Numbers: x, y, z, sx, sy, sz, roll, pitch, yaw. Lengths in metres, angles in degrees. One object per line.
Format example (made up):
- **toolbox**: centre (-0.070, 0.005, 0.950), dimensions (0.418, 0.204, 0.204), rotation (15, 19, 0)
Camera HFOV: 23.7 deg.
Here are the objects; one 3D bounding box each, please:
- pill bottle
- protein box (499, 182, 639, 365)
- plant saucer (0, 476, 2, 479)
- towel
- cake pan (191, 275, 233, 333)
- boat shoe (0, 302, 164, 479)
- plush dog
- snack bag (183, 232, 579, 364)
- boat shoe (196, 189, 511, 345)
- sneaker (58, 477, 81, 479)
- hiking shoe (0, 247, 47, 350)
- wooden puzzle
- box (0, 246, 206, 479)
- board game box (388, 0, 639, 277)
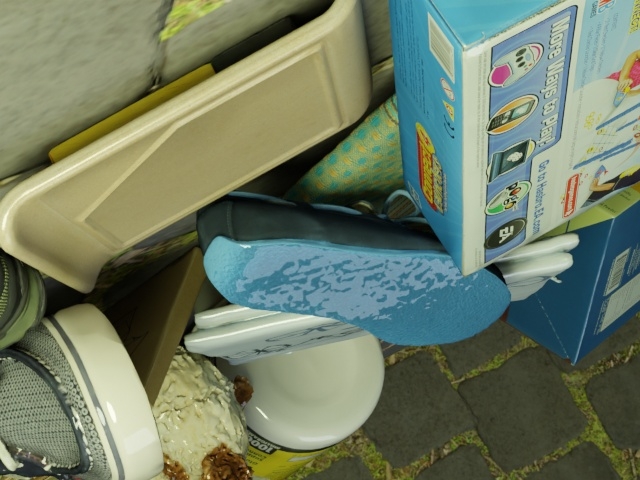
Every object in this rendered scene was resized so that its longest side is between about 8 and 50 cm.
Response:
- **pill bottle**: centre (-0.074, 0.182, 1.741), dimensions (0.188, 0.188, 0.334), rotation (-24, 169, -30)
- **protein box**: centre (0.284, -0.020, 1.577), dimensions (0.201, 0.136, 0.199), rotation (-33, 143, -38)
- **plant saucer**: centre (-0.354, 0.271, 1.841), dimensions (0.241, 0.037, 0.241), rotation (-29, 171, -5)
- **towel**: centre (0.120, -0.083, 1.158), dimensions (0.370, 0.040, 0.271), rotation (-40, 156, 32)
- **cake pan**: centre (0.000, 0.000, 1.402), dimensions (0.293, 0.054, 0.293), rotation (-29, 171, -5)
- **boat shoe**: centre (-0.221, 0.124, 1.011), dimensions (0.158, 0.127, 0.340), rotation (-22, -176, -21)
- **plush dog**: centre (-0.130, 0.178, 1.412), dimensions (0.211, 0.262, 0.225), rotation (-36, 170, -20)
- **snack bag**: centre (0.055, 0.056, 1.355), dimensions (0.323, 0.037, 0.342), rotation (-13, 173, 1)
- **boat shoe**: centre (0.030, 0.004, 1.085), dimensions (0.258, 0.089, 0.109), rotation (19, 121, -39)
- **sneaker**: centre (-0.222, 0.204, 1.706), dimensions (0.299, 0.121, 0.112), rotation (-57, -173, 50)
- **hiking shoe**: centre (-0.273, 0.065, 0.888), dimensions (0.227, 0.086, 0.114), rotation (-38, 163, -7)
- **wooden puzzle**: centre (-0.073, -0.061, 0.912), dimensions (0.239, 0.044, 0.221), rotation (-34, 171, -2)
- **box**: centre (-0.170, 0.103, 1.231), dimensions (0.164, 0.021, 0.201), rotation (-34, -160, 28)
- **board game box**: centre (0.195, -0.137, 0.941), dimensions (0.302, 0.086, 0.308), rotation (-28, 157, -8)
